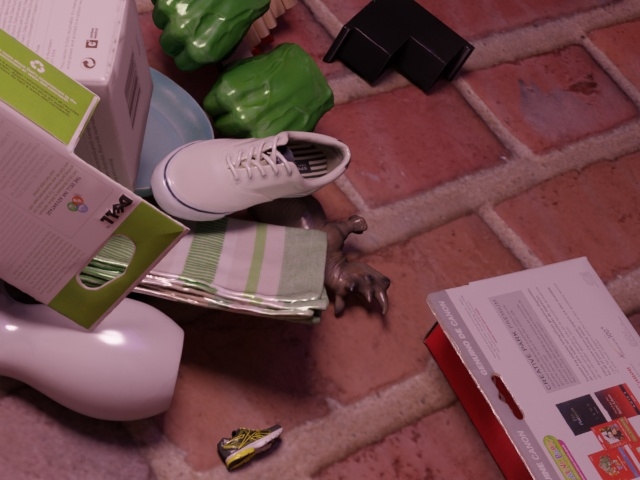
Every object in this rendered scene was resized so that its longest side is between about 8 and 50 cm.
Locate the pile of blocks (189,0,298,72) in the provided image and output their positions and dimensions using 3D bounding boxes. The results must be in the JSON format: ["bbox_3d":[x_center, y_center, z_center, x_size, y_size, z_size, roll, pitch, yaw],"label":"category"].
[{"bbox_3d":[-0.106,-0.324,1.999,0.362,0.149,0.112,-58,135,-39],"label":"pile of blocks"}]

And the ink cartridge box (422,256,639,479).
[{"bbox_3d":[0.268,0.193,1.717,0.272,0.130,0.309,-9,57,-35],"label":"ink cartridge box"}]

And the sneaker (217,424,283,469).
[{"bbox_3d":[-0.075,0.212,1.564,0.083,0.031,0.035,-24,67,-43],"label":"sneaker"}]

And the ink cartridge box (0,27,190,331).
[{"bbox_3d":[-0.266,-0.054,1.378,0.255,0.189,0.097,35,36,-17],"label":"ink cartridge box"}]

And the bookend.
[{"bbox_3d":[0.113,-0.266,2.083,0.157,0.072,0.156,38,43,3],"label":"bookend"}]

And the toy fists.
[{"bbox_3d":[-0.108,-0.225,1.806,0.142,0.096,0.279,-43,106,-35],"label":"toy fists"}]

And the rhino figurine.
[{"bbox_3d":[0.000,0.000,1.772,0.106,0.073,0.243,-25,69,-44],"label":"rhino figurine"}]

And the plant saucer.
[{"bbox_3d":[-0.282,-0.139,1.706,0.318,0.043,0.317,16,32,-10],"label":"plant saucer"}]

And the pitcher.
[{"bbox_3d":[-0.246,0.097,1.507,0.207,0.125,0.177,11,39,-6],"label":"pitcher"}]

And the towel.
[{"bbox_3d":[-0.151,0.006,1.598,0.325,0.038,0.248,10,21,-4],"label":"towel"}]

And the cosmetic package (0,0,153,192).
[{"bbox_3d":[-0.371,-0.164,1.494,0.366,0.197,0.155,4,58,3],"label":"cosmetic package"}]

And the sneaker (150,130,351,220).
[{"bbox_3d":[-0.075,-0.087,1.657,0.258,0.091,0.094,-15,80,-44],"label":"sneaker"}]
